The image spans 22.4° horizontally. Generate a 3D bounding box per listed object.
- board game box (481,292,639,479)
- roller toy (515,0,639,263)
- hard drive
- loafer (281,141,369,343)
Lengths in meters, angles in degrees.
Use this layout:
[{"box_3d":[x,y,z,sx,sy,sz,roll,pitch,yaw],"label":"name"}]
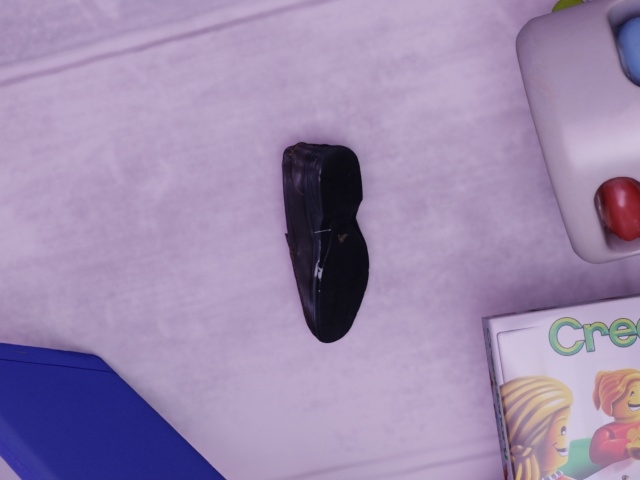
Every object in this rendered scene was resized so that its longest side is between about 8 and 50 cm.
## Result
[{"box_3d":[0.288,0.130,1.221,0.305,0.053,0.192,-9,90,0],"label":"board game box"},{"box_3d":[0.237,-0.086,1.193,0.146,0.191,0.209,-15,97,11],"label":"roller toy"},{"box_3d":[-0.160,0.177,1.221,0.319,0.210,0.040,38,106,37],"label":"hard drive"},{"box_3d":[0.000,0.000,1.324,0.061,0.062,0.170,18,114,45],"label":"loafer"}]
